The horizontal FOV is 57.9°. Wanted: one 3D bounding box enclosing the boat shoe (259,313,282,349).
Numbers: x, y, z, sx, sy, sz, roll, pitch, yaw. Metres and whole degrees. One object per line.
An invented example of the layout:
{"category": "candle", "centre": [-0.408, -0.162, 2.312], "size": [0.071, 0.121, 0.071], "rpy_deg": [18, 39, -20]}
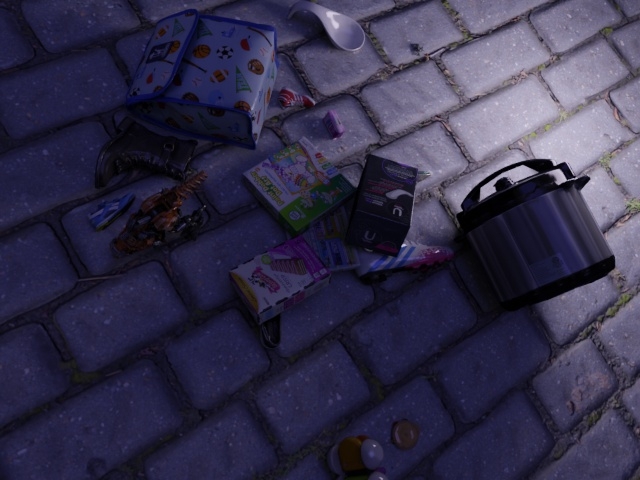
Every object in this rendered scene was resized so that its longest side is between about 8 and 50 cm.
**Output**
{"category": "boat shoe", "centre": [-0.141, 0.189, 1.606], "size": [0.078, 0.070, 0.219], "rpy_deg": [-7, 74, -20]}

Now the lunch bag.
{"category": "lunch bag", "centre": [-0.345, -0.482, 1.694], "size": [0.386, 0.239, 0.327], "rpy_deg": [12, 68, 4]}

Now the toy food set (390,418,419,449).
{"category": "toy food set", "centre": [0.238, 0.547, 1.632], "size": [0.083, 0.020, 0.083], "rpy_deg": [27, 66, -7]}

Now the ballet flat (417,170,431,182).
{"category": "ballet flat", "centre": [0.281, -0.204, 1.900], "size": [0.168, 0.057, 0.052], "rpy_deg": [1, 99, -14]}

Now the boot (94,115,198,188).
{"category": "boot", "centre": [-0.485, -0.220, 1.627], "size": [0.229, 0.091, 0.262], "rpy_deg": [24, 64, -8]}

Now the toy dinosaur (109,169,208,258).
{"category": "toy dinosaur", "centre": [-0.408, -0.060, 1.517], "size": [0.322, 0.218, 0.164], "rpy_deg": [-18, 93, 19]}

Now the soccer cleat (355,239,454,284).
{"category": "soccer cleat", "centre": [0.253, 0.034, 1.764], "size": [0.332, 0.116, 0.143], "rpy_deg": [-10, 75, -21]}

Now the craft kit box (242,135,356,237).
{"category": "craft kit box", "centre": [-0.064, -0.165, 1.740], "size": [0.247, 0.061, 0.250], "rpy_deg": [-37, 74, -23]}

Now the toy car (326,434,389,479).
{"category": "toy car", "centre": [0.114, 0.603, 1.520], "size": [0.136, 0.159, 0.181], "rpy_deg": [11, 62, -54]}

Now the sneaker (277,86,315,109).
{"category": "sneaker", "centre": [-0.081, -0.445, 1.863], "size": [0.119, 0.042, 0.067], "rpy_deg": [22, 62, -1]}

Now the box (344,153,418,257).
{"category": "box", "centre": [0.184, -0.106, 1.718], "size": [0.165, 0.143, 0.270], "rpy_deg": [17, 45, 0]}

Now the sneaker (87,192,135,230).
{"category": "sneaker", "centre": [-0.568, -0.089, 1.575], "size": [0.059, 0.053, 0.144], "rpy_deg": [44, 63, 3]}

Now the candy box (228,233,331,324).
{"category": "candy box", "centre": [-0.110, 0.102, 1.575], "size": [0.234, 0.071, 0.159], "rpy_deg": [-29, 63, -21]}

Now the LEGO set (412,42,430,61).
{"category": "LEGO set", "centre": [0.368, -0.690, 2.106], "size": [0.083, 0.023, 0.054], "rpy_deg": [28, 65, -7]}

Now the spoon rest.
{"category": "spoon rest", "centre": [0.026, -0.739, 1.979], "size": [0.277, 0.084, 0.137], "rpy_deg": [22, 66, -9]}

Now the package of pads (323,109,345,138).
{"category": "package of pads", "centre": [0.043, -0.375, 1.875], "size": [0.032, 0.050, 0.083], "rpy_deg": [-21, 79, -29]}

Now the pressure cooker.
{"category": "pressure cooker", "centre": [0.647, -0.034, 1.775], "size": [0.370, 0.375, 0.420], "rpy_deg": [-21, 80, -20]}

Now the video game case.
{"category": "video game case", "centre": [0.000, 0.000, 1.709], "size": [0.194, 0.023, 0.212], "rpy_deg": [-8, 62, -12]}
